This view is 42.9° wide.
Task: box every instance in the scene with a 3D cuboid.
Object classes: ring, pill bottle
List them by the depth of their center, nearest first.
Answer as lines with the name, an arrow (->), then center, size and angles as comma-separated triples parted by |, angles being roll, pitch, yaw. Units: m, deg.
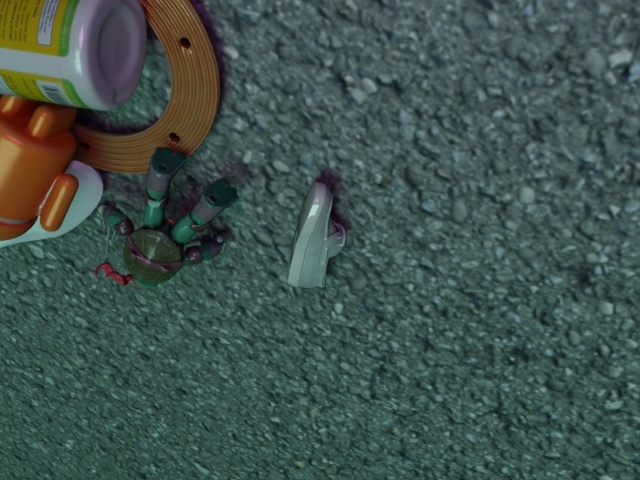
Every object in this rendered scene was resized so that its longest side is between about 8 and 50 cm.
pill bottle -> -0.325, -0.223, 0.871 | 0.245, 0.136, 0.136 | 11, 134, 13
ring -> -0.273, -0.223, 0.969 | 0.336, 0.032, 0.337 | 12, 134, 13

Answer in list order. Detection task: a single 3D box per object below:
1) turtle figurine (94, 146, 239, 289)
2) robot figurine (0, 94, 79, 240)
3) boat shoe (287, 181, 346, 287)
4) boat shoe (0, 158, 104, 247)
turtle figurine -> -0.204, -0.006, 1.063 | 0.175, 0.118, 0.234 | 19, 136, -18
robot figurine -> -0.386, -0.092, 0.998 | 0.158, 0.128, 0.219 | 22, 114, -35
boat shoe -> 0.000, 0.000, 1.041 | 0.063, 0.066, 0.184 | 10, 133, -5
boat shoe -> -0.438, -0.037, 1.138 | 0.301, 0.102, 0.108 | -28, 110, 6
